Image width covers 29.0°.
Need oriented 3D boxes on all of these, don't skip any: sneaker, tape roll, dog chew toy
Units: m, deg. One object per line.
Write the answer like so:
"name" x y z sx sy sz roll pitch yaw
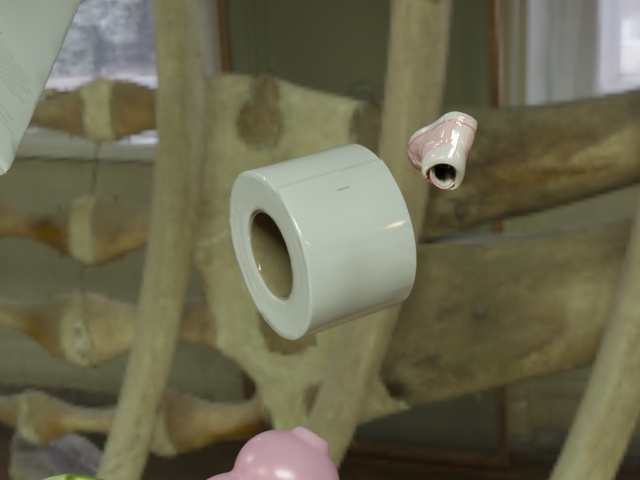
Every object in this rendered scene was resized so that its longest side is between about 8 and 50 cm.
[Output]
"sneaker" 0.120 -0.082 1.308 0.051 0.070 0.134 20 -19 -11
"tape roll" 0.000 0.000 1.734 0.169 0.246 0.246 -16 22 -26
"dog chew toy" -0.094 0.369 1.455 0.207 0.331 0.206 32 -6 4

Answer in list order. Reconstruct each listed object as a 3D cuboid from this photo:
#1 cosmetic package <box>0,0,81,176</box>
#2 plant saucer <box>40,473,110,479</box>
"cosmetic package" -0.446 -0.222 1.483 0.217 0.156 0.385 -15 37 21
"plant saucer" -0.126 0.233 0.884 0.188 0.045 0.188 14 21 -13
